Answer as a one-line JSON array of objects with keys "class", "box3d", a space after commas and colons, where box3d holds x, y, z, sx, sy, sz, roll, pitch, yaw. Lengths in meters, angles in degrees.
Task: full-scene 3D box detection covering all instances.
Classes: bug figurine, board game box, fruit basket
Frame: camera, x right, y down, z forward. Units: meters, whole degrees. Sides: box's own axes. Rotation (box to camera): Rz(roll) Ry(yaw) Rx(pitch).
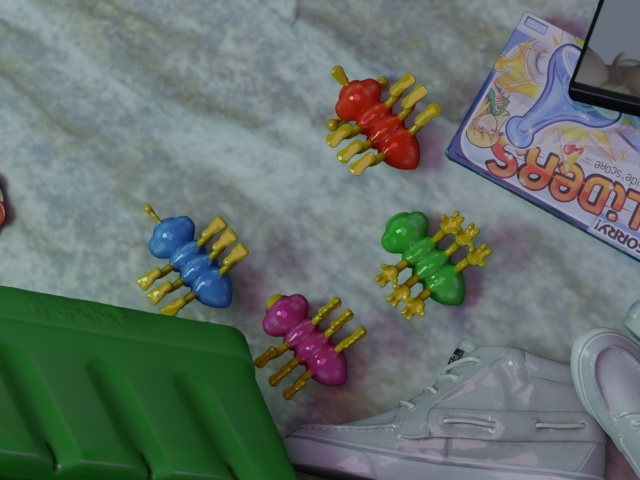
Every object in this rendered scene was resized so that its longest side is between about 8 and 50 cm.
[{"class": "bug figurine", "box3d": [0.000, 0.000, 1.539, 0.279, 0.072, 0.216, -36, 83, 0]}, {"class": "board game box", "box3d": [0.220, -0.078, 1.524, 0.201, 0.035, 0.136, 29, 89, 14]}, {"class": "fruit basket", "box3d": [-0.252, 0.150, 1.416, 0.392, 0.392, 0.283, 32, 105, 14]}]

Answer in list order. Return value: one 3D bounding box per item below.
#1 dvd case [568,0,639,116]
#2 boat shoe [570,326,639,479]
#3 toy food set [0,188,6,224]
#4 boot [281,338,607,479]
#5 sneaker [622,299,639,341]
[{"class": "dvd case", "box3d": [0.340, -0.159, 1.483, 0.253, 0.022, 0.180, 16, 68, 17]}, {"class": "boat shoe", "box3d": [0.252, 0.149, 1.439, 0.066, 0.063, 0.184, -27, 101, -10]}, {"class": "toy food set", "box3d": [-0.310, -0.029, 1.631, 0.083, 0.020, 0.083, 34, 90, 14]}, {"class": "boot", "box3d": [0.099, 0.139, 1.500, 0.258, 0.095, 0.123, 7, 78, 4]}, {"class": "sneaker", "box3d": [0.411, 0.110, 1.409, 0.366, 0.135, 0.150, 36, 95, 13]}]
